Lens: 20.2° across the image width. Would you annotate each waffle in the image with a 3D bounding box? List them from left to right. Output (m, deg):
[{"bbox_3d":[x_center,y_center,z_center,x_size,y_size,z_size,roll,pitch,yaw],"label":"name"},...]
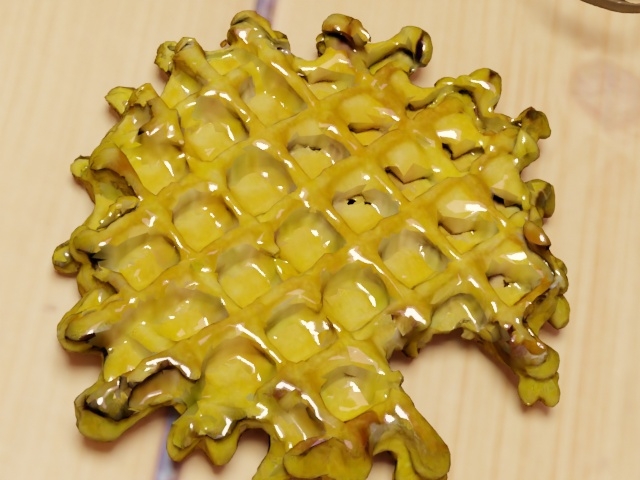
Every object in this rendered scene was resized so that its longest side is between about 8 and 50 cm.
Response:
[{"bbox_3d":[0.000,0.000,0.786,0.229,0.051,0.231,6,63,-6],"label":"waffle"}]

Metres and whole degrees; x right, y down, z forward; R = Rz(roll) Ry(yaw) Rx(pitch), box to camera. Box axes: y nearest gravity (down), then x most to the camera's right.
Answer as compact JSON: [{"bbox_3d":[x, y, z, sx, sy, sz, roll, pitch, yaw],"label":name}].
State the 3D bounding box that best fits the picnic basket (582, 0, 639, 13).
[{"bbox_3d":[0.138,-0.141,0.869,0.072,0.072,0.083,19,49,-2],"label":"picnic basket"}]
